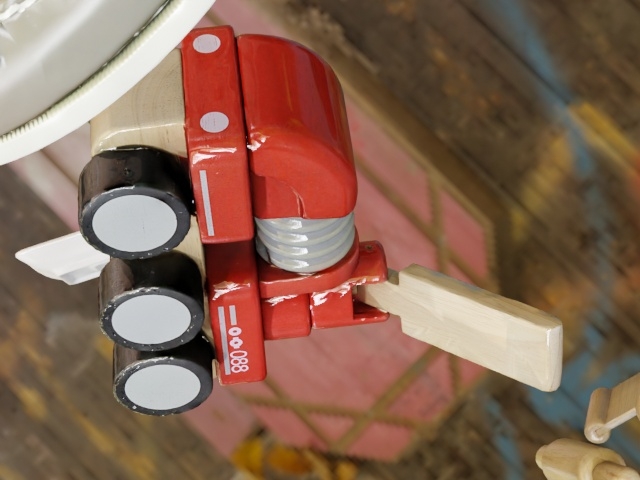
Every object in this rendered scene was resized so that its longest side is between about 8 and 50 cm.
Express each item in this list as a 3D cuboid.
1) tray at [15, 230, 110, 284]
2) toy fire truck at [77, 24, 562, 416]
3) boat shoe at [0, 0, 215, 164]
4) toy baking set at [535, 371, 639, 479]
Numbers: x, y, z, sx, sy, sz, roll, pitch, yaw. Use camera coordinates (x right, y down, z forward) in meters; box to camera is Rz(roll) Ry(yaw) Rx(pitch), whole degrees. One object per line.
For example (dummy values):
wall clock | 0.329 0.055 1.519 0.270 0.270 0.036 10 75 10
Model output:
tray | -0.125 -0.012 1.475 0.270 0.030 0.145 -19 173 -3
toy fire truck | 0.000 0.000 0.919 0.246 0.158 0.217 -6 139 -3
boat shoe | -0.153 -0.076 0.575 0.305 0.109 0.091 -28 142 22
toy baking set | 0.212 0.077 0.973 0.197 0.030 0.256 -44 -177 -3
